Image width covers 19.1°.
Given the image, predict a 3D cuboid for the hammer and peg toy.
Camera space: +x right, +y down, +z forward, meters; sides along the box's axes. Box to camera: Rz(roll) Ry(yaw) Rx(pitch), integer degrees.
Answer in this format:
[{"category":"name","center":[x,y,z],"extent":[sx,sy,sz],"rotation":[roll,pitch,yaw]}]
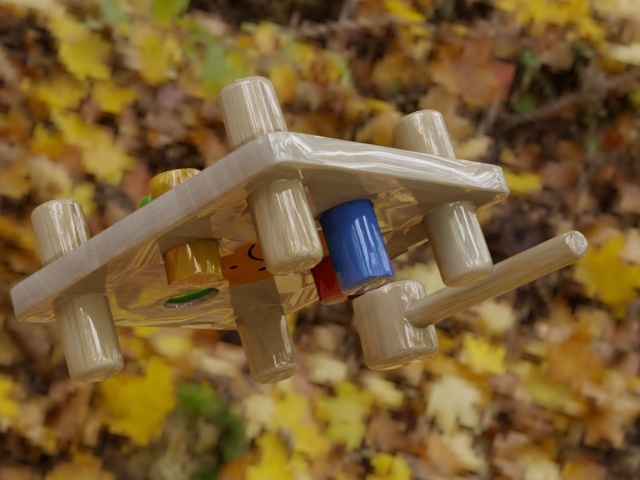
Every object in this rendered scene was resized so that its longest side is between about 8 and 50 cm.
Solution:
[{"category":"hammer and peg toy","center":[0.000,0.000,1.313],"extent":[0.266,0.127,0.361],"rotation":[-29,-21,35]}]
